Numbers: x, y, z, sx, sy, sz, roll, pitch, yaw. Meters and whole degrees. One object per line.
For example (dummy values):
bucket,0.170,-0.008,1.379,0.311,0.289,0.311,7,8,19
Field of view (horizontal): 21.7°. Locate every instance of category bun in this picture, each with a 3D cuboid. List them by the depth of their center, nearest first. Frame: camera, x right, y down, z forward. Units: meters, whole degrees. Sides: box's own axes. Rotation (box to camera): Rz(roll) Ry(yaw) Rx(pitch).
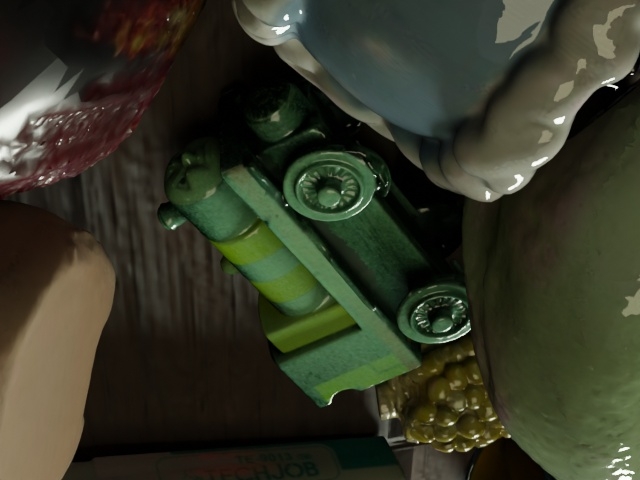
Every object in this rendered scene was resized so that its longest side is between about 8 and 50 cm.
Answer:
bun,0.164,-0.024,0.837,0.293,0.187,0.293,-35,144,-30

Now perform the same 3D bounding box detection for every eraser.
eraser,-0.063,0.178,1.033,0.225,0.052,0.095,-2,126,-17

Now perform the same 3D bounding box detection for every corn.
corn,0.170,0.066,0.988,0.288,0.086,0.086,-9,133,-10

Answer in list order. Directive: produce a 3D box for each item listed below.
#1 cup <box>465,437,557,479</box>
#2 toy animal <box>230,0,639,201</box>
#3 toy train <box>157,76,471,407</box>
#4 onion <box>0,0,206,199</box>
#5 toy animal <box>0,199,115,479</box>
cup,0.171,0.178,1.089,0.138,0.150,0.113,6,95,-23
toy animal,0.057,-0.133,0.678,0.204,0.156,0.208,40,104,1
toy train,0.000,-0.001,0.882,0.132,0.083,0.200,-26,129,19
onion,-0.175,-0.137,0.668,0.314,0.146,0.280,16,122,-22
toy animal,-0.235,0.044,0.766,0.256,0.213,0.195,11,102,-3
